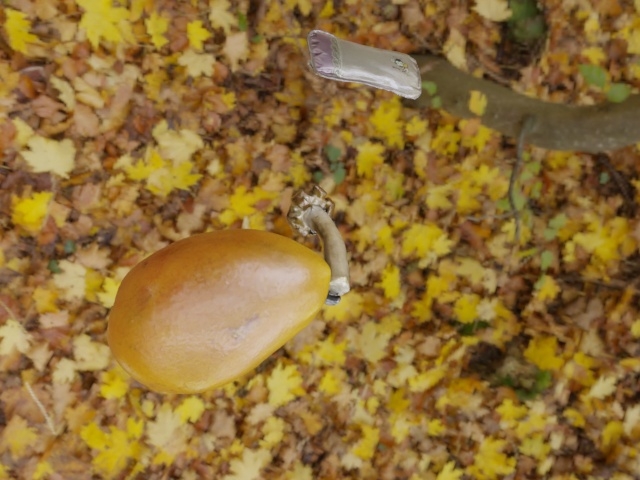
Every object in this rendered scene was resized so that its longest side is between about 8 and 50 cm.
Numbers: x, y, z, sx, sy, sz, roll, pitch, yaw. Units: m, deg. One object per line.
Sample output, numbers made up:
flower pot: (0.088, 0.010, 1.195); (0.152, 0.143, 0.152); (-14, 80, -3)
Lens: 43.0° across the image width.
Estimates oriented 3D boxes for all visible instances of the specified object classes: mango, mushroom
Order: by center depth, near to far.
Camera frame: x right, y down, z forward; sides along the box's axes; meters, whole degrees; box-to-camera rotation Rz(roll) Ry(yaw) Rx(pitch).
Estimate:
mango: (-0.093, 0.061, 0.757); (0.102, 0.217, 0.141); (96, -24, -75)
mushroom: (0.000, 0.000, 0.928); (0.060, 0.187, 0.061); (-32, 127, 8)

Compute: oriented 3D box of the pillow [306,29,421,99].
pillow: (0.084, -0.326, 1.506); (0.233, 0.130, 0.038); (9, 139, -20)
